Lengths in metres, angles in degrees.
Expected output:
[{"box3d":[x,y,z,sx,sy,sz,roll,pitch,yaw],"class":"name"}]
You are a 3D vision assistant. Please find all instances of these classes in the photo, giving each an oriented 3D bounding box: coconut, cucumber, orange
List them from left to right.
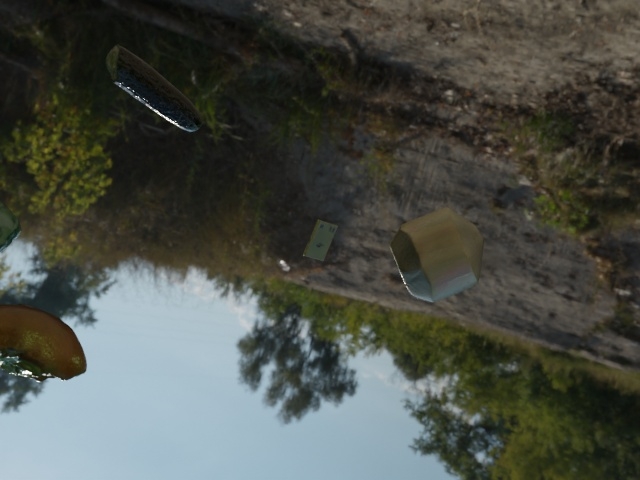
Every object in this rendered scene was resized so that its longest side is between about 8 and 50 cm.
[{"box3d":[-0.765,0.271,1.646,0.334,0.196,0.262,26,171,-10],"class":"orange"},{"box3d":[-0.347,-0.314,1.355,0.241,0.075,0.074,36,169,-33],"class":"cucumber"},{"box3d":[0.299,0.034,1.573,0.241,0.241,0.241,16,180,0],"class":"coconut"}]

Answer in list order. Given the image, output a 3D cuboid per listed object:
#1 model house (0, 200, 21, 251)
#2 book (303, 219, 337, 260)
[{"box3d":[-0.761,-0.004,1.208,0.267,0.194,0.325,44,140,-13],"class":"model house"},{"box3d":[0.000,0.000,1.812,0.077,0.111,0.014,17,-171,-42],"class":"book"}]
